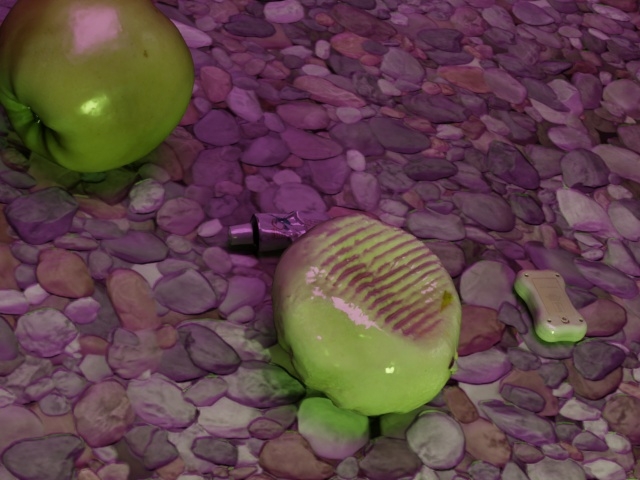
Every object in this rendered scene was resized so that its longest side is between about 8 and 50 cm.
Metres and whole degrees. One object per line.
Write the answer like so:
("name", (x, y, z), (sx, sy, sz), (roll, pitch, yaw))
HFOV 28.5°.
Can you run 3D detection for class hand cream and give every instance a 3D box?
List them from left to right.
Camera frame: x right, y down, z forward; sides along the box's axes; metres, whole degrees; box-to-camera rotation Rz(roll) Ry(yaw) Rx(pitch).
("hand cream", (0.001, -0.003, 1.685), (0.257, 0.050, 0.084), (7, 39, -17))

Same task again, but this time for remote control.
("remote control", (0.309, 0.088, 1.700), (0.074, 0.032, 0.122), (1, 44, -19))

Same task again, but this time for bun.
("bun", (0.044, 0.097, 1.506), (0.259, 0.160, 0.259), (23, 38, -19))

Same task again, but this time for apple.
("apple", (-0.306, -0.222, 1.671), (0.262, 0.262, 0.262), (10, 41, -9))
